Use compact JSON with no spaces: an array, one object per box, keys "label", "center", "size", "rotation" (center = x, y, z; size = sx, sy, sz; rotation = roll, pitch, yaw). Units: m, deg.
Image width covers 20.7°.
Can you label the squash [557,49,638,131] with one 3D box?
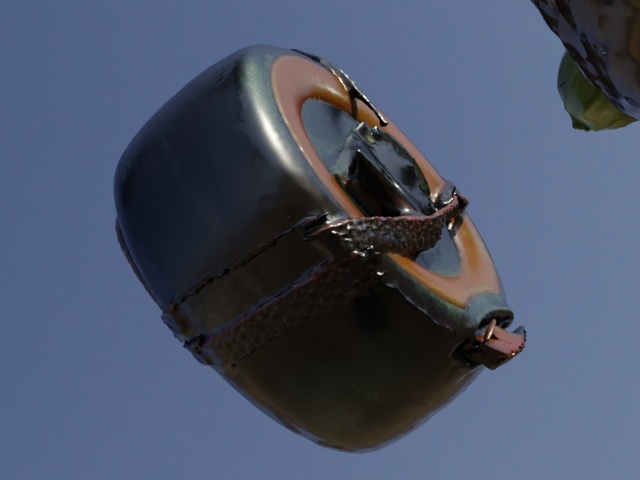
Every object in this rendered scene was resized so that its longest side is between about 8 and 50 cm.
[{"label":"squash","center":[0.215,-0.151,0.938],"size":[0.239,0.069,0.069],"rotation":[-48,-31,12]}]

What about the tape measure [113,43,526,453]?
[{"label":"tape measure","center":[0.000,0.000,0.857],"size":[0.135,0.202,0.223],"rotation":[-42,10,16]}]

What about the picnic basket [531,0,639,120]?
[{"label":"picnic basket","center":[0.129,-0.115,0.429],"size":[0.193,0.110,0.055],"rotation":[-35,-8,13]}]
